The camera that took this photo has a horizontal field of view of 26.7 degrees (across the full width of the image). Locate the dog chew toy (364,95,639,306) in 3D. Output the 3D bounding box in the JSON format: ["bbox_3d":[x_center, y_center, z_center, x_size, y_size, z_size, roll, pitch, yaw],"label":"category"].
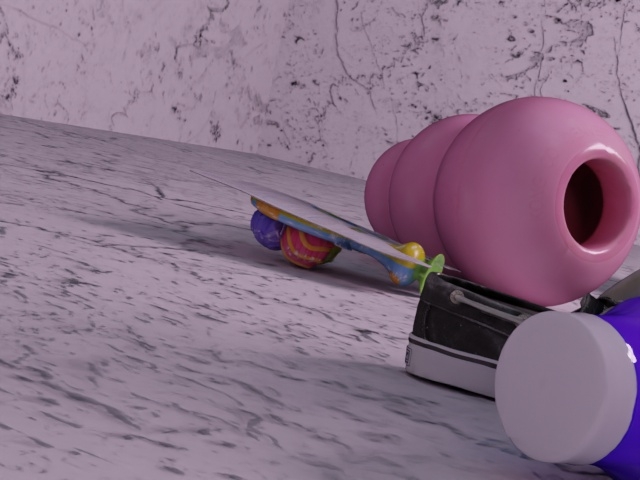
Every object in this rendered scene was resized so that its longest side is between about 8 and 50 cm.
[{"bbox_3d":[0.167,-0.041,1.388,0.207,0.206,0.332,9,-2,-33],"label":"dog chew toy"}]

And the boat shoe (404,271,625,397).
[{"bbox_3d":[0.162,0.068,0.795,0.219,0.070,0.078,13,5,4],"label":"boat shoe"}]

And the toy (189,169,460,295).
[{"bbox_3d":[0.000,0.000,1.256,0.237,0.056,0.137,20,4,23],"label":"toy"}]

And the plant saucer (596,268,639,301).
[{"bbox_3d":[0.445,0.025,1.193,0.401,0.100,0.400,-20,-11,-4],"label":"plant saucer"}]

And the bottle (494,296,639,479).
[{"bbox_3d":[0.209,0.079,0.663,0.283,0.092,0.118,8,13,-37],"label":"bottle"}]
